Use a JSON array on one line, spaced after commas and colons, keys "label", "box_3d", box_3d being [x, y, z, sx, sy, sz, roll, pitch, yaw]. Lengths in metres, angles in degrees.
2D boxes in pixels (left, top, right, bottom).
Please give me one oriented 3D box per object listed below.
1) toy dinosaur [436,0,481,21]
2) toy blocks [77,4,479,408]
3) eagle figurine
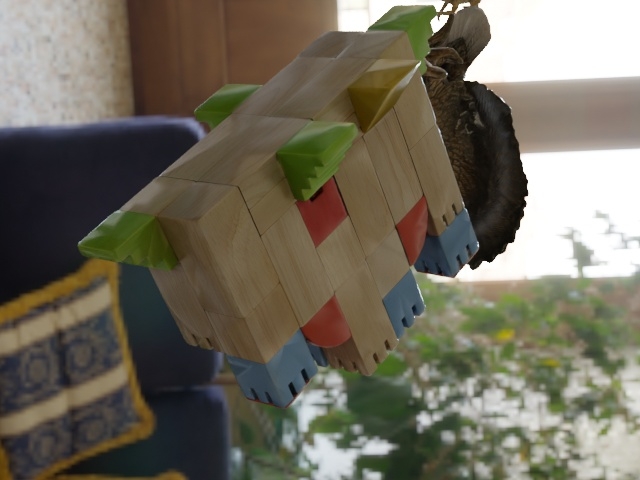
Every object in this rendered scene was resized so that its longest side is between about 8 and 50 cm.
[{"label": "toy dinosaur", "box_3d": [0.210, -0.339, 1.746, 0.053, 0.183, 0.093, 58, -23, 35]}, {"label": "toy blocks", "box_3d": [0.000, 0.000, 1.125, 0.381, 0.190, 0.261, -45, 127, -34]}, {"label": "eagle figurine", "box_3d": [0.145, -0.139, 1.677, 0.226, 0.225, 0.298, -79, 149, -49]}]
